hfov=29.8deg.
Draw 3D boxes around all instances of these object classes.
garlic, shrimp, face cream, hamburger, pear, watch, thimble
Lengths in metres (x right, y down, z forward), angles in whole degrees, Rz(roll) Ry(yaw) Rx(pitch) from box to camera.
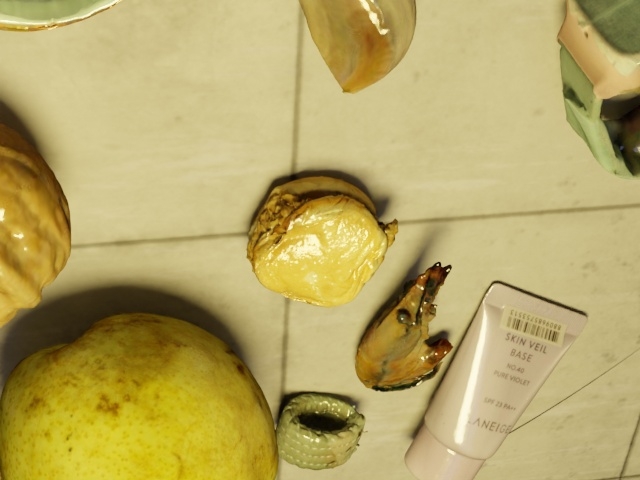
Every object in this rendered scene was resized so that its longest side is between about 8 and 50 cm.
[{"bbox_3d":[0.034,-0.223,1.109,0.101,0.087,0.195,-15,135,15],"label":"garlic"},{"bbox_3d":[0.116,0.090,1.402,0.117,0.066,0.262,-6,146,-28],"label":"shrimp"},{"bbox_3d":[0.208,0.186,1.495,0.154,0.096,0.274,20,109,-24],"label":"face cream"},{"bbox_3d":[0.000,0.000,1.285,0.147,0.083,0.138,18,126,-24],"label":"hamburger"},{"bbox_3d":[-0.205,0.224,1.290,0.304,0.304,0.304,-7,130,-8],"label":"pear"},{"bbox_3d":[0.360,-0.175,1.188,0.253,0.162,0.241,-32,136,14],"label":"watch"},{"bbox_3d":[0.000,0.235,1.476,0.110,0.084,0.062,7,126,-16],"label":"thimble"}]

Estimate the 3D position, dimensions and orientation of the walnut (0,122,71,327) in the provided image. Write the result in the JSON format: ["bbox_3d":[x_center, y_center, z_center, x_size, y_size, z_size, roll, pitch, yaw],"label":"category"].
[{"bbox_3d":[-0.337,-0.018,1.122,0.213,0.213,0.213,-7,130,-8],"label":"walnut"}]

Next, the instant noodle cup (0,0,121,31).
[{"bbox_3d":[-0.221,-0.302,0.894,0.296,0.214,0.296,-7,130,-9],"label":"instant noodle cup"}]
